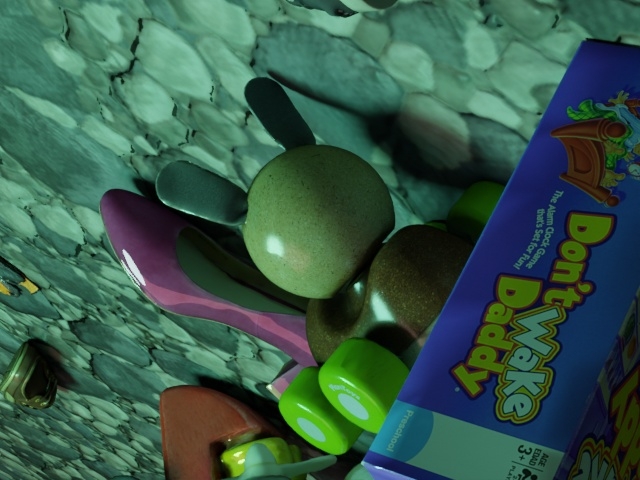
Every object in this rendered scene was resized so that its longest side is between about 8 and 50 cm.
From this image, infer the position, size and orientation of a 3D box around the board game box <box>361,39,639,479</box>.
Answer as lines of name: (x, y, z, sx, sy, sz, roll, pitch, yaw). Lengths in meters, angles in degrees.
board game box: (0.155, 0.105, 0.672, 0.078, 0.233, 0.347, 15, 151, 31)

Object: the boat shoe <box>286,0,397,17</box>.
boat shoe: (-0.041, -0.170, 0.561, 0.065, 0.075, 0.206, 0, 146, 43)

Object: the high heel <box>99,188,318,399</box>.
high heel: (-0.050, 0.027, 0.974, 0.244, 0.082, 0.117, 46, 123, -1)

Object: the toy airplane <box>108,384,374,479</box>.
toy airplane: (-0.004, 0.316, 1.205, 0.384, 0.272, 0.386, 52, -177, -16)

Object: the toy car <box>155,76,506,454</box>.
toy car: (0.000, 0.000, 0.760, 0.188, 0.155, 0.149, 42, 155, -2)

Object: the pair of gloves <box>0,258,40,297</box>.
pair of gloves: (-0.330, 0.035, 1.345, 0.074, 0.010, 0.083, 41, 153, -21)

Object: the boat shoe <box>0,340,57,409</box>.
boat shoe: (-0.336, 0.163, 1.539, 0.060, 0.064, 0.178, 26, 162, -3)
